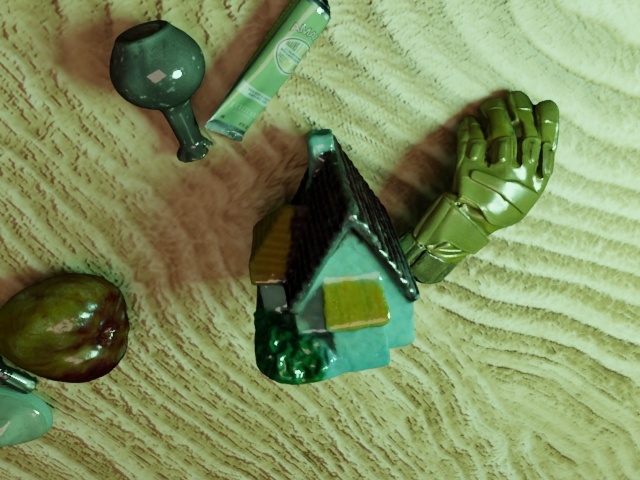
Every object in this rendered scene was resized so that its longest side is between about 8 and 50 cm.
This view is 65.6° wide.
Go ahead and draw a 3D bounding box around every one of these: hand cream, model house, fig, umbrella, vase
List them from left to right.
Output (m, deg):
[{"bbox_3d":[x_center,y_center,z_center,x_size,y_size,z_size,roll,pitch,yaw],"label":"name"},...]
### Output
[{"bbox_3d":[-0.572,0.178,0.808,0.071,0.071,0.248,-42,118,12],"label":"umbrella"},{"bbox_3d":[-0.441,0.127,0.767,0.274,0.145,0.170,7,114,3],"label":"fig"},{"bbox_3d":[-0.197,-0.188,0.660,0.120,0.120,0.183,-18,131,0],"label":"vase"},{"bbox_3d":[-0.065,-0.237,0.677,0.055,0.086,0.235,44,104,21],"label":"hand cream"},{"bbox_3d":[0.000,0.000,0.678,0.230,0.280,0.249,-11,121,-1],"label":"model house"}]

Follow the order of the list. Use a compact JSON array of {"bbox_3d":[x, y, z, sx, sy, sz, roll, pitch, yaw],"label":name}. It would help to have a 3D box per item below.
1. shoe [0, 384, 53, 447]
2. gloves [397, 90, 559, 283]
[{"bbox_3d":[-0.599,0.309,0.843,0.251,0.100,0.103,12,113,-11],"label":"shoe"},{"bbox_3d":[0.244,-0.074,0.760,0.154,0.141,0.331,31,108,-20],"label":"gloves"}]
